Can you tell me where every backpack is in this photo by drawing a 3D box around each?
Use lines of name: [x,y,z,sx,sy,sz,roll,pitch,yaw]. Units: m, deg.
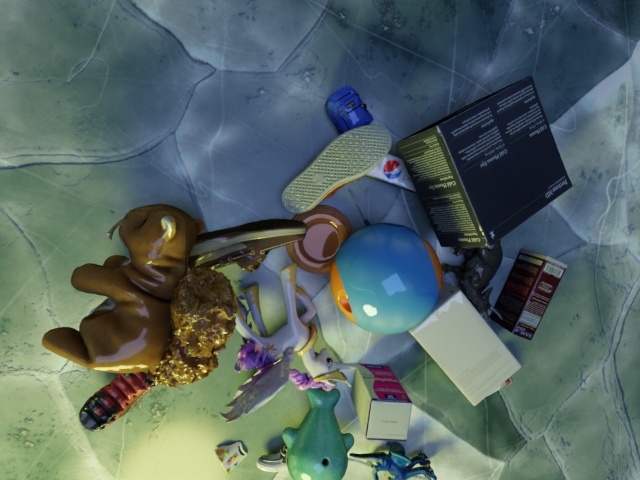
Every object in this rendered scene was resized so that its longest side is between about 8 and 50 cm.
backpack: [0.076,-0.348,1.094,0.098,0.101,0.120,-34,96,-8]

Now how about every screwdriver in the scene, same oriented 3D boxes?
screwdriver: [0.122,-0.071,1.182,0.024,0.025,0.170,-31,91,-1]

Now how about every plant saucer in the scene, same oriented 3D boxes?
plant saucer: [0.000,0.000,1.165,0.200,0.037,0.200,-1,97,-7]

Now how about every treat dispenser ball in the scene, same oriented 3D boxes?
treat dispenser ball: [0.168,0.097,1.070,0.288,0.288,0.288,-1,98,-6]

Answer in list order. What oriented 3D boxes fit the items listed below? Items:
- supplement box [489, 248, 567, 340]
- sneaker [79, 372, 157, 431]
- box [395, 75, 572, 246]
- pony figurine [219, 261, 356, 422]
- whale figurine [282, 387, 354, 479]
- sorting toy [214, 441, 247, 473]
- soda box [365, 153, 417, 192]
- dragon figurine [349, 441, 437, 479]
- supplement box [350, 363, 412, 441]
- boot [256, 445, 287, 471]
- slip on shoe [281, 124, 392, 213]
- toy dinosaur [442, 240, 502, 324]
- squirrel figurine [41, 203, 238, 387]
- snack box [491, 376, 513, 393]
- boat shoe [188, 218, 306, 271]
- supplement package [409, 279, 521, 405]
supplement box: [0.605,0.155,1.209,0.073,0.130,0.239,22,96,-9]
sneaker: [-0.517,0.396,1.133,0.276,0.135,0.098,-41,88,-23]
box: [0.426,-0.195,1.069,0.343,0.179,0.313,-30,100,-20]
pony figurine: [-0.122,0.292,1.098,0.351,0.303,0.363,-26,85,-11]
whale figurine: [0.002,0.558,1.164,0.216,0.141,0.272,13,71,-11]
sorting toy: [-0.261,0.644,1.228,0.075,0.045,0.083,-32,101,-21]
soda box: [0.224,-0.186,1.148,0.216,0.069,0.074,17,95,-9]
dragon figurine: [0.221,0.668,1.259,0.289,0.085,0.144,39,92,-11]
supplement box: [0.164,0.446,1.154,0.111,0.220,0.114,6,96,-8]
boot: [-0.094,0.633,1.234,0.190,0.069,0.086,5,90,-15]
slip on shoe: [0.041,-0.188,1.092,0.331,0.101,0.123,-37,90,10]
toy dinosaur: [0.466,0.071,1.205,0.160,0.121,0.314,23,81,-27]
squirrel figurine: [-0.352,0.118,0.954,0.397,0.281,0.370,24,88,10]
snack box: [0.516,0.427,1.283,0.141,0.037,0.100,-27,99,-2]
boat shoe: [-0.198,0.026,1.110,0.342,0.123,0.123,-12,106,-1]
supplement package: [0.383,0.277,1.177,0.177,0.175,0.293,-40,100,2]
